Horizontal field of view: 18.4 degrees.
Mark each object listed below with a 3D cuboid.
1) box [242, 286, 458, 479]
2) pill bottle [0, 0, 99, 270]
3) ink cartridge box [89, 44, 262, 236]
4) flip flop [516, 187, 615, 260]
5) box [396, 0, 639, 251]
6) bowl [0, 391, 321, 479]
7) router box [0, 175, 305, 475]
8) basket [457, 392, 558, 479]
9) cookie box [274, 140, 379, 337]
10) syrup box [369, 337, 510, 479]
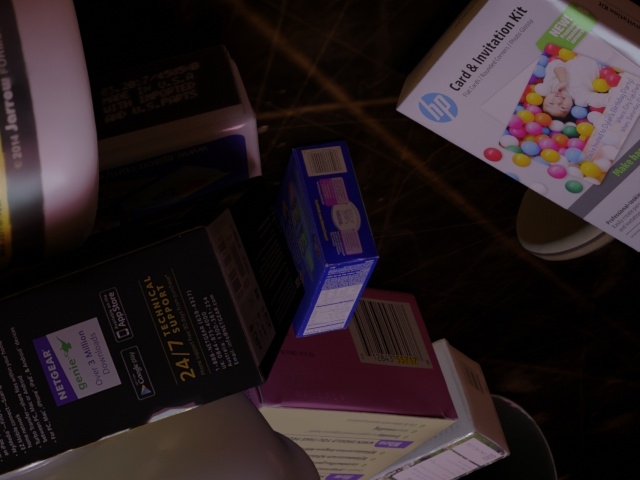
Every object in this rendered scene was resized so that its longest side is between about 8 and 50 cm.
[{"bbox_3d":[-0.060,0.137,1.531,0.213,0.117,0.243,9,143,-45],"label":"box"},{"bbox_3d":[-0.282,-0.054,0.899,0.333,0.188,0.188,-11,154,-15],"label":"pill bottle"},{"bbox_3d":[-0.185,0.009,1.244,0.303,0.072,0.307,-16,158,-7],"label":"ink cartridge box"},{"bbox_3d":[0.198,-0.087,1.285,0.080,0.112,0.277,20,145,-15],"label":"flip flop"},{"bbox_3d":[0.162,-0.085,1.205,0.186,0.038,0.145,31,138,-10],"label":"box"},{"bbox_3d":[-0.156,0.152,1.208,0.297,0.298,0.134,-20,114,3],"label":"bowl"},{"bbox_3d":[-0.141,0.052,1.025,0.243,0.081,0.309,-20,-175,5],"label":"router box"},{"bbox_3d":[0.091,0.269,1.862,0.154,0.204,0.227,38,140,-16],"label":"basket"},{"bbox_3d":[0.000,0.000,1.321,0.040,0.092,0.107,-7,154,-16],"label":"cookie box"},{"bbox_3d":[0.033,0.183,1.714,0.237,0.096,0.093,-26,153,16],"label":"syrup box"}]
